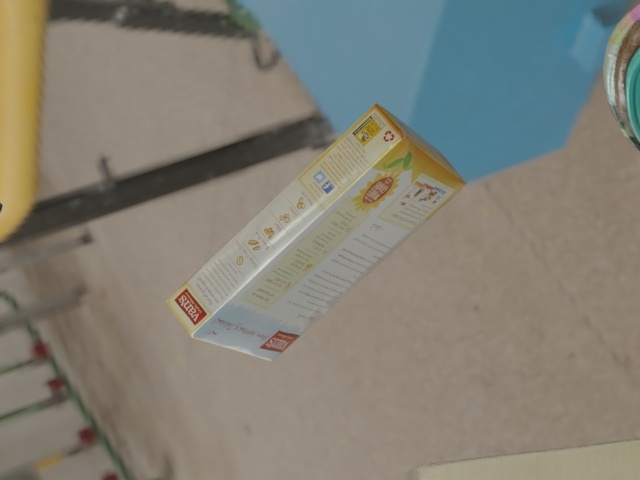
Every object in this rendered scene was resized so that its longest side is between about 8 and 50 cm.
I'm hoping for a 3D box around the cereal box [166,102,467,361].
[{"bbox_3d":[0.000,0.000,1.460,0.047,0.240,0.173,51,-171,22],"label":"cereal box"}]

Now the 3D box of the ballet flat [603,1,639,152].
[{"bbox_3d":[0.170,-0.054,0.695,0.221,0.077,0.079,39,-140,-45],"label":"ballet flat"}]

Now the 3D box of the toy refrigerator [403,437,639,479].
[{"bbox_3d":[0.102,0.222,0.711,0.094,0.102,0.269,100,163,-81],"label":"toy refrigerator"}]

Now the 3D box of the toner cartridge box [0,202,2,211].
[{"bbox_3d":[-0.366,-0.014,1.005,0.165,0.348,0.075,38,118,21],"label":"toner cartridge box"}]
